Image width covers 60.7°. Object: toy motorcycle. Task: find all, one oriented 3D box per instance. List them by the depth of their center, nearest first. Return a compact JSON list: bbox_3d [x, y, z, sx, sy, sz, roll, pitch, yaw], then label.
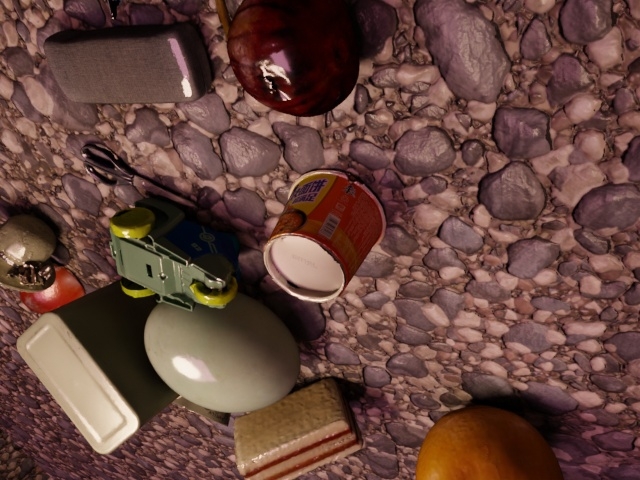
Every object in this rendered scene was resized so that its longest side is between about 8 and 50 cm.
[{"bbox_3d":[-0.293,0.037,1.207,0.326,0.200,0.191,19,126,21],"label":"toy motorcycle"}]

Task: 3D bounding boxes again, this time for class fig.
[{"bbox_3d":[-0.071,-0.282,0.814,0.249,0.186,0.204,8,151,31],"label":"fig"}]

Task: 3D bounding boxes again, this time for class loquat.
[{"bbox_3d":[0.369,0.532,1.207,0.328,0.328,0.329,14,134,16],"label":"loquat"}]

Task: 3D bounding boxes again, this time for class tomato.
[{"bbox_3d":[-0.821,0.159,1.645,0.199,0.112,0.228,6,134,20],"label":"tomato"}]

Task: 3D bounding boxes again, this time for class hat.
[{"bbox_3d":[-0.789,0.005,1.452,0.257,0.257,0.130,43,103,-13],"label":"hat"}]

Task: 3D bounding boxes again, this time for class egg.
[{"bbox_3d":[-0.226,0.259,1.298,0.388,0.276,0.276,27,139,-21],"label":"egg"}]

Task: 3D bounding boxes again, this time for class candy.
[{"bbox_3d":[-0.066,0.501,1.420,0.320,0.179,0.135,-26,119,6],"label":"candy"}]

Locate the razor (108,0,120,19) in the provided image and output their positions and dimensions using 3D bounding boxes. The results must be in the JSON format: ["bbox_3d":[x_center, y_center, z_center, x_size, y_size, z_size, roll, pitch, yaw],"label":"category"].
[{"bbox_3d":[-0.272,-0.459,0.854,0.253,0.042,0.082,-32,69,41],"label":"razor"}]

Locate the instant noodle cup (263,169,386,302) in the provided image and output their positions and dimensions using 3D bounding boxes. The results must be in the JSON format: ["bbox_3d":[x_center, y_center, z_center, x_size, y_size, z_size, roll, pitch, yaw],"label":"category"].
[{"bbox_3d":[0.000,0.000,1.026,0.213,0.174,0.213,15,135,16],"label":"instant noodle cup"}]

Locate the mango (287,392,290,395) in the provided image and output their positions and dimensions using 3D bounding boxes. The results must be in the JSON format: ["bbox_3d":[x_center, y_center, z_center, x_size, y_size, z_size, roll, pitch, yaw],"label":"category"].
[{"bbox_3d":[-0.145,0.434,1.529,0.100,0.119,0.178,10,136,41],"label":"mango"}]

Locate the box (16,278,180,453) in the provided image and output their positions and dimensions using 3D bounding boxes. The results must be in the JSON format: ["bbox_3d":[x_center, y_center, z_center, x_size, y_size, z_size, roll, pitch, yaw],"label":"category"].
[{"bbox_3d":[-0.490,0.284,1.350,0.177,0.344,0.352,-40,88,16],"label":"box"}]

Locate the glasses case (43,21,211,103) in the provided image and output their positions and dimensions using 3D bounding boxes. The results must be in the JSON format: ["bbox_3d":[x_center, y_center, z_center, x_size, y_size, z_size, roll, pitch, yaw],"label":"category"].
[{"bbox_3d":[-0.353,-0.318,0.995,0.323,0.074,0.131,6,132,23],"label":"glasses case"}]

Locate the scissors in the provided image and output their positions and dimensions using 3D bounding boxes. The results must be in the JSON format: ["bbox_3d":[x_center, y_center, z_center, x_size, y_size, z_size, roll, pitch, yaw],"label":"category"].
[{"bbox_3d":[-0.406,-0.132,1.229,0.299,0.022,0.109,22,139,7],"label":"scissors"}]

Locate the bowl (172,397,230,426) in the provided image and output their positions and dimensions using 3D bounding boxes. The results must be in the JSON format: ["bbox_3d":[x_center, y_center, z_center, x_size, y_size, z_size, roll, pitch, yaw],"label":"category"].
[{"bbox_3d":[-0.353,0.473,1.655,0.211,0.112,0.211,22,161,8],"label":"bowl"}]
